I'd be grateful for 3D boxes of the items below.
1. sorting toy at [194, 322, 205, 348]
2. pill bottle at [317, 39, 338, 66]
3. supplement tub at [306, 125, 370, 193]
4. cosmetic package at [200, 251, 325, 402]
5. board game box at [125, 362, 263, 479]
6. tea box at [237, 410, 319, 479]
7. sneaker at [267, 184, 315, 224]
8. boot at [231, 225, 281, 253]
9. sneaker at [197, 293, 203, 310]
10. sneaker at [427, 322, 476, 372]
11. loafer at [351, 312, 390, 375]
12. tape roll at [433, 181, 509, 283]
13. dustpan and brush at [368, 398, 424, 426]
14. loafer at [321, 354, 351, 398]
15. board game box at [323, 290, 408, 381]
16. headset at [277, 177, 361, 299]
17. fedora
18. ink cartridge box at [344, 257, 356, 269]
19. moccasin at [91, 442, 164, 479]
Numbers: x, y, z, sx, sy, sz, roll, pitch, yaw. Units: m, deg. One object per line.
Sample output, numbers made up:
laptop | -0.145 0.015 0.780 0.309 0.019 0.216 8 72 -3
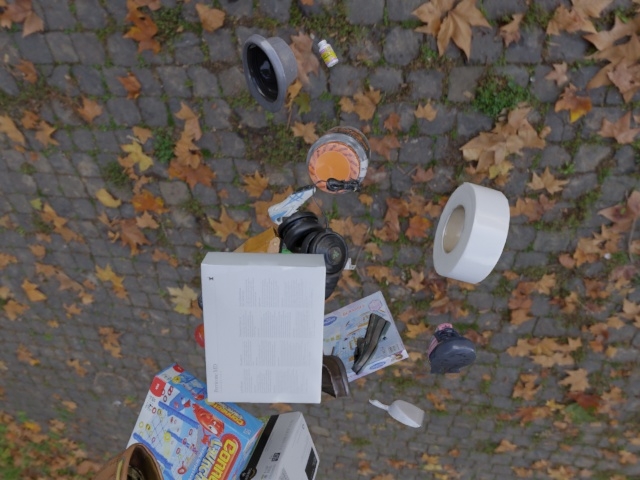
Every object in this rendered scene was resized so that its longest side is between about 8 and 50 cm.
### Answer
sorting toy | -0.319 0.420 1.855 0.366 0.127 0.126 35 123 -13
pill bottle | 0.024 -0.645 1.593 0.044 0.043 0.083 -25 99 32
supplement tub | 0.062 -0.264 1.505 0.194 0.316 0.193 3 111 7
cosmetic package | -0.137 0.218 1.140 0.285 0.097 0.376 1 108 -4
board game box | -0.349 0.544 1.238 0.302 0.086 0.307 28 105 14
tea box | -0.212 0.758 1.484 0.324 0.329 0.219 -15 103 15
sneaker | -0.101 -0.138 1.762 0.237 0.085 0.086 -30 98 34
boot | -0.203 0.099 1.653 0.211 0.294 0.104 -30 148 14
sneaker | -0.240 0.166 1.345 0.235 0.084 0.097 -17 153 -28
sneaker | 0.336 0.276 1.235 0.112 0.130 0.319 -1 156 3
loafer | 0.161 0.362 1.640 0.084 0.267 0.096 38 132 5
tape roll | 0.432 -0.022 1.349 0.100 0.286 0.286 15 133 -4
dustpan and brush | 0.292 0.659 1.802 0.211 0.147 0.060 28 101 14
loafer | -0.013 0.467 1.594 0.366 0.130 0.133 -6 100 66
board game box | 0.160 0.401 1.915 0.319 0.317 0.065 -24 132 7
headset | 0.000 0.000 1.361 0.243 0.185 0.393 41 126 40
fedora | -0.166 -0.607 1.641 0.244 0.124 0.275 43 154 26
ink cartridge box | 0.078 0.080 1.599 0.084 0.048 0.028 0 106 13
moccasin | -0.266 0.516 0.749 0.147 0.380 0.139 -48 136 14
